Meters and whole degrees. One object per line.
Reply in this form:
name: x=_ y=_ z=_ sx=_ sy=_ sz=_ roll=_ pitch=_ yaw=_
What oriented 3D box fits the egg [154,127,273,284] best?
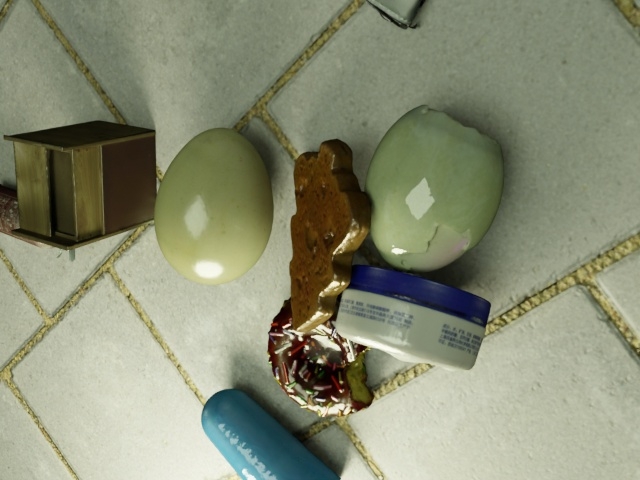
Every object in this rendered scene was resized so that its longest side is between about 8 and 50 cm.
egg: x=-0.167 y=-0.053 z=1.100 sx=0.188 sy=0.188 sz=0.253 roll=18 pitch=105 yaw=23

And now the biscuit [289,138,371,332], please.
biscuit: x=0.001 y=0.000 z=1.016 sx=0.278 sy=0.043 sz=0.301 roll=-123 pitch=40 yaw=-58

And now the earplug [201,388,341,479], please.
earplug: x=-0.106 y=0.379 z=1.244 sx=0.273 sy=0.132 sz=0.132 roll=42 pitch=120 yaw=15

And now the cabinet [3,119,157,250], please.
cabinet: x=-0.414 y=-0.104 z=1.200 sx=0.148 sy=0.215 sz=0.175 roll=13 pitch=111 yaw=25

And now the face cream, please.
face cream: x=0.127 y=0.112 z=0.969 sx=0.206 sy=0.206 sz=0.111 roll=15 pitch=85 yaw=24

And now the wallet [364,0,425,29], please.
wallet: x=0.111 y=-0.414 z=0.907 sx=0.170 sy=0.069 sz=0.231 roll=38 pitch=121 yaw=7

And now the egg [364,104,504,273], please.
egg: x=0.144 y=-0.059 z=0.925 sx=0.183 sy=0.183 sz=0.217 roll=29 pitch=101 yaw=18

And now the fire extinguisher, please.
fire extinguisher: x=-0.588 y=-0.039 z=1.385 sx=0.269 sy=0.105 sz=0.105 roll=17 pitch=113 yaw=24

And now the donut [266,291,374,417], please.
donut: x=0.006 y=0.180 z=1.133 sx=0.216 sy=0.096 sz=0.230 roll=32 pitch=118 yaw=16
